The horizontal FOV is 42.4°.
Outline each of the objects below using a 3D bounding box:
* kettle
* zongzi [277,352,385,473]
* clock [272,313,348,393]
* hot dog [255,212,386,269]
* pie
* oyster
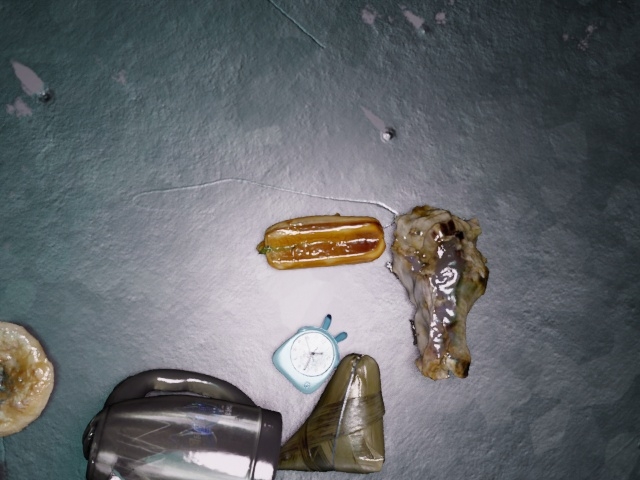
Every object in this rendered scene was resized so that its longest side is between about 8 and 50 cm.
[{"bbox_3d":[-0.246,0.348,1.448,0.324,0.321,0.228,13,127,-8],"label":"kettle"},{"bbox_3d":[0.002,0.324,1.549,0.242,0.112,0.221,-3,82,12],"label":"zongzi"},{"bbox_3d":[-0.013,0.213,1.580,0.108,0.045,0.147,45,83,0],"label":"clock"},{"bbox_3d":[0.000,0.000,1.587,0.250,0.076,0.104,-6,106,-1],"label":"hot dog"},{"bbox_3d":[-0.591,0.260,1.535,0.185,0.052,0.218,3,88,-9],"label":"pie"},{"bbox_3d":[0.219,0.095,1.564,0.197,0.133,0.337,5,81,4],"label":"oyster"}]
